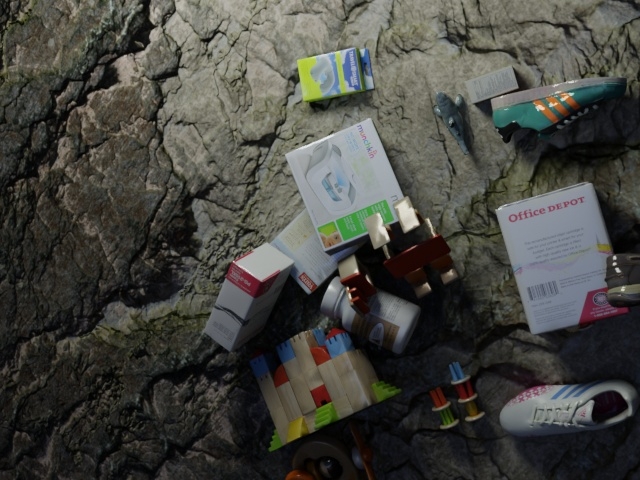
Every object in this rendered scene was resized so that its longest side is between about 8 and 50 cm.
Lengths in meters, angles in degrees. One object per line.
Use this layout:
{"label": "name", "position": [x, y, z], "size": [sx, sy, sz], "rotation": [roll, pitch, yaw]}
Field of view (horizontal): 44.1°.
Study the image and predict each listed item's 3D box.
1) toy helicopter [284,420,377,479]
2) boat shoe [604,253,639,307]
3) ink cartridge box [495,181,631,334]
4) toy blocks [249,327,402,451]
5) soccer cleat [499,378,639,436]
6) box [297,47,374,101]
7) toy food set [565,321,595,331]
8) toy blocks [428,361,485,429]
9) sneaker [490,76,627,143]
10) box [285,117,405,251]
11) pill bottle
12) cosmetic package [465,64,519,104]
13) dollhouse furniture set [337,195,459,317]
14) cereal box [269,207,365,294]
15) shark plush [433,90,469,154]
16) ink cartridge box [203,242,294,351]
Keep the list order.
{"label": "toy helicopter", "position": [0.094, 0.629, 2.062], "size": [0.355, 0.140, 0.235], "rotation": [37, 110, -4]}
{"label": "boat shoe", "position": [0.774, 0.059, 1.704], "size": [0.356, 0.132, 0.130], "rotation": [-6, 79, -19]}
{"label": "ink cartridge box", "position": [0.558, 0.041, 1.822], "size": [0.226, 0.131, 0.306], "rotation": [-15, 85, 18]}
{"label": "toy blocks", "position": [-0.015, 0.351, 2.043], "size": [0.381, 0.191, 0.260], "rotation": [-31, 74, 28]}
{"label": "soccer cleat", "position": [0.579, 0.398, 1.862], "size": [0.331, 0.143, 0.116], "rotation": [-19, 91, 19]}
{"label": "box", "position": [0.037, -0.417, 1.989], "size": [0.178, 0.042, 0.109], "rotation": [-8, 94, 19]}
{"label": "toy food set", "position": [0.616, 0.176, 1.887], "size": [0.083, 0.020, 0.082], "rotation": [-11, 93, 19]}
{"label": "toy blocks", "position": [0.329, 0.387, 1.987], "size": [0.123, 0.054, 0.148], "rotation": [-22, 90, 18]}
{"label": "sneaker", "position": [0.549, -0.298, 1.812], "size": [0.302, 0.108, 0.121], "rotation": [-9, 95, 26]}
{"label": "box", "position": [0.073, -0.127, 1.936], "size": [0.231, 0.127, 0.261], "rotation": [-22, 83, 6]}
{"label": "pill bottle", "position": [0.124, 0.181, 1.986], "size": [0.229, 0.131, 0.131], "rotation": [23, 103, 14]}
{"label": "cosmetic package", "position": [0.408, -0.368, 1.877], "size": [0.115, 0.041, 0.060], "rotation": [-15, 92, 19]}
{"label": "dollhouse furniture set", "position": [0.180, 0.062, 1.863], "size": [0.259, 0.262, 0.135], "rotation": [-28, 49, 13]}
{"label": "cereal box", "position": [0.000, 0.000, 2.048], "size": [0.240, 0.047, 0.173], "rotation": [-43, 83, 18]}
{"label": "shark plush", "position": [0.312, -0.281, 1.904], "size": [0.073, 0.067, 0.161], "rotation": [-10, 93, 18]}
{"label": "ink cartridge box", "position": [-0.184, 0.146, 2.033], "size": [0.100, 0.172, 0.237], "rotation": [33, 118, 15]}
